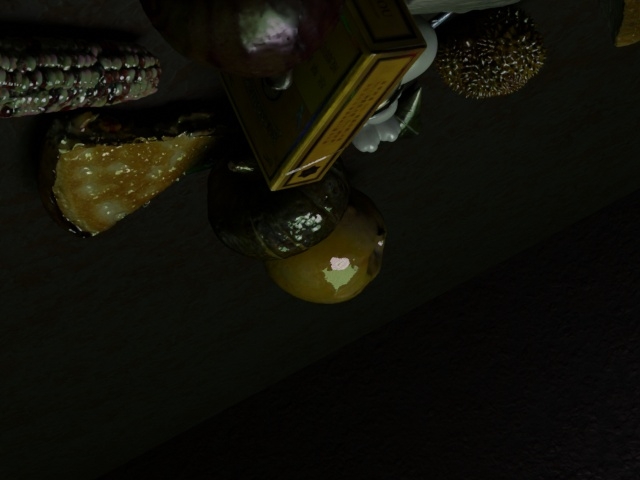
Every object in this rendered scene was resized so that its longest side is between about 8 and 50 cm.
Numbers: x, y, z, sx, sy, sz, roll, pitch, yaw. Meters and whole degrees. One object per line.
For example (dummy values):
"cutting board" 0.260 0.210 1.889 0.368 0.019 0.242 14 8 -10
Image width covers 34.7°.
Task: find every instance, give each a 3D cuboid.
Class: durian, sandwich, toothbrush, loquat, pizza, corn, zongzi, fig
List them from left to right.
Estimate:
"corn" -0.298 -0.186 1.124 0.280 0.092 0.092 -15 161 -46
"pizza" -0.268 -0.121 1.374 0.287 0.074 0.251 -34 161 3
"fig" -0.064 -0.247 1.055 0.216 0.217 0.321 -25 164 0
"loquat" 0.000 0.000 1.895 0.243 0.244 0.244 -23 163 -7
"zongzi" 0.159 -0.221 1.740 0.113 0.052 0.104 -50 161 28
"toothbrush" 0.210 -0.343 1.478 0.193 0.019 0.013 -31 163 24
"durian" 0.264 -0.282 1.552 0.158 0.137 0.168 -12 166 39
"sandwich" 0.376 -0.368 1.292 0.065 0.215 0.186 -16 168 8

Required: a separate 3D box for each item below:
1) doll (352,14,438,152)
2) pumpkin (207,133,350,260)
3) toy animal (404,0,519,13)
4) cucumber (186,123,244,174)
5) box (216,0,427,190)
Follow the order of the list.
"doll" 0.067 -0.208 1.467 0.208 0.144 0.271 -26 162 -30
"pumpkin" -0.071 -0.078 1.436 0.219 0.219 0.162 -31 136 19
"toy animal" 0.173 -0.359 1.199 0.266 0.188 0.307 -11 -173 40
"cucumber" -0.145 -0.142 1.526 0.250 0.056 0.056 -19 162 -16
"box" -0.011 -0.218 1.234 0.084 0.193 0.301 -13 160 -31
